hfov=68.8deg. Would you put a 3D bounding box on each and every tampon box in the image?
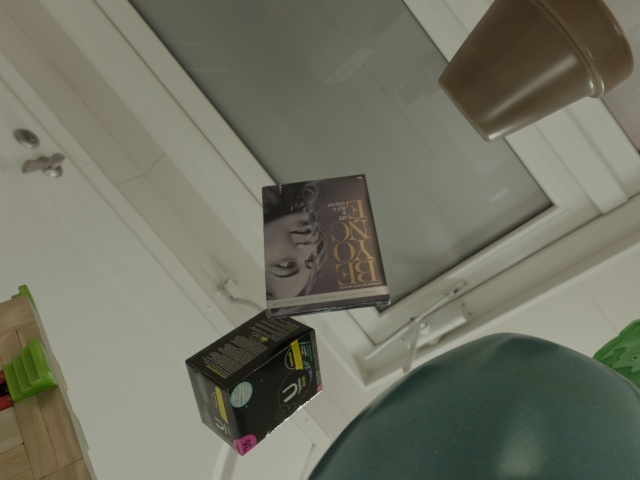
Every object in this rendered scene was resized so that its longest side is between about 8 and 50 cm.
[{"bbox_3d":[-0.091,0.198,0.681,0.101,0.121,0.161,16,-146,40],"label":"tampon box"}]

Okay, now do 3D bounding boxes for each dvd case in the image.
[{"bbox_3d":[0.000,0.000,0.674,0.164,0.221,0.018,-7,147,0],"label":"dvd case"}]

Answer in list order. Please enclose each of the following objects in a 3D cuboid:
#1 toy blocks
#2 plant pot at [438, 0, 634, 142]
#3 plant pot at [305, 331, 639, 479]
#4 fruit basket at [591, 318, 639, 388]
[{"bbox_3d":[-0.437,0.248,0.549,0.260,0.381,0.191,-22,152,-29],"label":"toy blocks"},{"bbox_3d":[0.332,-0.299,0.794,0.229,0.263,0.263,-39,-175,21],"label":"plant pot"},{"bbox_3d":[0.158,0.191,0.369,0.195,0.290,0.290,-56,-169,-18],"label":"plant pot"},{"bbox_3d":[0.535,0.308,0.618,0.392,0.392,0.283,-42,180,-29],"label":"fruit basket"}]
